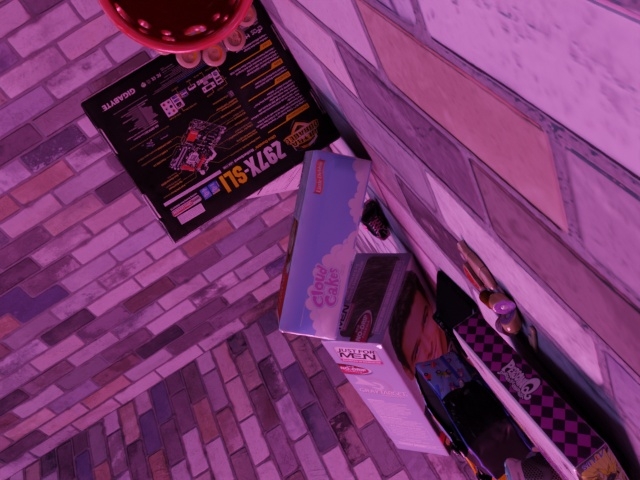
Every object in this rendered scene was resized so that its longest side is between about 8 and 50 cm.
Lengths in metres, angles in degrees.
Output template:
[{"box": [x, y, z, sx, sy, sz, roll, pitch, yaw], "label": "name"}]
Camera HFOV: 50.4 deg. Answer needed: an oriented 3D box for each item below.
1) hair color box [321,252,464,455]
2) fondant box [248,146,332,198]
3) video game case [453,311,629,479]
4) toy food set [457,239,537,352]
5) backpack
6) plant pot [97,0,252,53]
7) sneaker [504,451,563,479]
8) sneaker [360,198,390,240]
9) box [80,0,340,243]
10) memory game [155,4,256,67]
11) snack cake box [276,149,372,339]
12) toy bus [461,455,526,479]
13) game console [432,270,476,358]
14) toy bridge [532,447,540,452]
[{"box": [0.150, 0.210, 1.212, 0.374, 0.113, 0.185, 58, -137, -40], "label": "hair color box"}, {"box": [-0.167, -0.198, 1.295, 0.238, 0.330, 0.096, 57, 135, 19], "label": "fondant box"}, {"box": [0.245, 0.205, 0.704, 0.210, 0.042, 0.232, 53, -179, -27], "label": "video game case"}, {"box": [0.176, 0.062, 0.697, 0.122, 0.019, 0.078, 57, 179, 36], "label": "toy food set"}, {"box": [0.216, 0.232, 0.966, 0.158, 0.117, 0.173, 51, -177, -45], "label": "backpack"}, {"box": [-0.181, -0.344, 0.832, 0.191, 0.191, 0.174, 58, -175, -32], "label": "plant pot"}, {"box": [0.299, 0.301, 0.873, 0.166, 0.076, 0.065, 15, -121, -56], "label": "sneaker"}, {"box": [0.096, -0.032, 1.185, 0.057, 0.047, 0.119, 50, -177, 24], "label": "sneaker"}, {"box": [-0.170, -0.189, 1.080, 0.257, 0.322, 0.079, 58, 172, -14], "label": "box"}, {"box": [-0.175, -0.338, 0.964, 0.012, 0.186, 0.186, 25, 151, 58], "label": "memory game"}, {"box": [0.000, 0.000, 1.027, 0.152, 0.089, 0.264, -131, 52, -80], "label": "snack cake box"}, {"box": [0.364, 0.458, 1.179, 0.333, 0.108, 0.130, 57, 179, 10], "label": "toy bus"}, {"box": [0.207, 0.110, 0.929, 0.107, 0.071, 0.122, 26, -168, -21], "label": "game console"}, {"box": [0.309, 0.290, 1.078, 0.063, 0.026, 0.188, 59, 179, 0], "label": "toy bridge"}]
